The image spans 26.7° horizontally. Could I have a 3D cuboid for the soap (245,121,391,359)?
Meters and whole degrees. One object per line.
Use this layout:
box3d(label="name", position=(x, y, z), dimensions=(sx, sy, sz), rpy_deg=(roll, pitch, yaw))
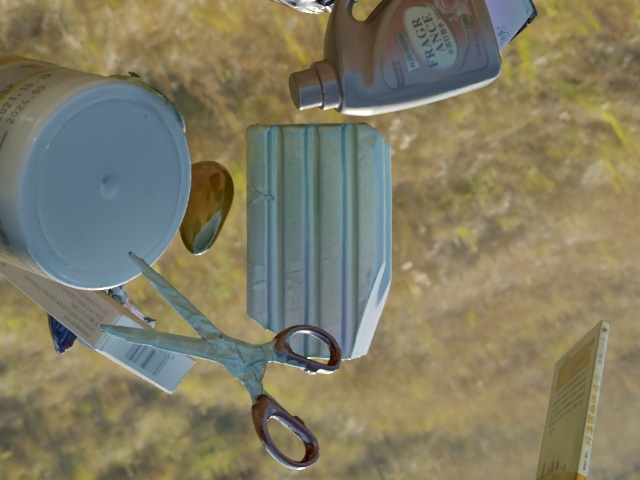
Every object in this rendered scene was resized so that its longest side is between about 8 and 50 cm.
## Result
box3d(label="soap", position=(0.000, 0.000, 1.998), dimensions=(0.208, 0.347, 0.115), rpy_deg=(-1, 179, 12))

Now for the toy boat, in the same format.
box3d(label="toy boat", position=(-0.383, 0.128, 2.305), dimensions=(0.072, 0.318, 0.219), rpy_deg=(7, -135, 28))

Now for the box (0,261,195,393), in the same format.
box3d(label="box", position=(-0.353, 0.085, 1.939), dimensions=(0.065, 0.343, 0.200), rpy_deg=(-54, 145, -5))

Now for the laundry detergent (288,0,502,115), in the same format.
box3d(label="laundry detergent", position=(0.071, -0.229, 1.503), dimensions=(0.237, 0.171, 0.076), rpy_deg=(-14, 175, -14))

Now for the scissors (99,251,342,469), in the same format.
box3d(label="scissors", position=(-0.087, 0.102, 1.235), dimensions=(0.247, 0.144, 0.017), rpy_deg=(32, 144, -26))

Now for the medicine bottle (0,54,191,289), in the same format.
box3d(label="medicine bottle", position=(-0.304, -0.081, 1.523), dimensions=(0.238, 0.238, 0.232), rpy_deg=(-13, -160, -42))

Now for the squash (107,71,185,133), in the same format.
box3d(label="squash", position=(-0.328, -0.191, 2.281), dimensions=(0.123, 0.170, 0.170), rpy_deg=(-52, -179, -33))

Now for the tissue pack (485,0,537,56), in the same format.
box3d(label="tissue pack", position=(0.188, -0.384, 1.880), dimensions=(0.092, 0.148, 0.246), rpy_deg=(-50, 139, -9))

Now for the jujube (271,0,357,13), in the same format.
box3d(label="jujube", position=(0.025, -0.509, 1.959), dimensions=(0.258, 0.258, 0.377), rpy_deg=(-4, 127, -56))

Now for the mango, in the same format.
box3d(label="mango", position=(-0.165, -0.050, 1.872), dimensions=(0.102, 0.085, 0.184), rpy_deg=(-60, -168, 25))

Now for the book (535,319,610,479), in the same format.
box3d(label="book", position=(0.323, 0.271, 1.781), dimensions=(0.020, 0.295, 0.208), rpy_deg=(15, 159, -2))
